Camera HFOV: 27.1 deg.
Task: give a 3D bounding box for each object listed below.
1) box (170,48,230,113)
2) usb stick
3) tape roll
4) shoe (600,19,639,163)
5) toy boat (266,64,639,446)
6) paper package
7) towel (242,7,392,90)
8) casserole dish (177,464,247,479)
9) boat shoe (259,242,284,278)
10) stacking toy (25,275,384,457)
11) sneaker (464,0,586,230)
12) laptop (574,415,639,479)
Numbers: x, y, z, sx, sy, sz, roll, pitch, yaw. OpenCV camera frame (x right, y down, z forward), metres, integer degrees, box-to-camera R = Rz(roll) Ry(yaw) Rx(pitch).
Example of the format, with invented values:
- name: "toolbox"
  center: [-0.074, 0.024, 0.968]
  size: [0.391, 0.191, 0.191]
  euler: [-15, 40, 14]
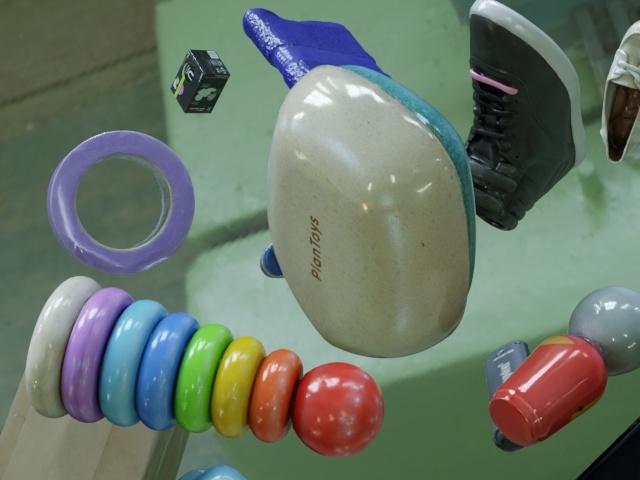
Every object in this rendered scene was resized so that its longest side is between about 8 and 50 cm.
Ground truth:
- name: "box"
  center: [-0.189, -0.249, 2.087]
  size: [0.062, 0.052, 0.083]
  euler: [58, 133, 32]
- name: "usb stick"
  center: [0.260, 0.204, 1.794]
  size: [0.077, 0.045, 0.278]
  euler: [-40, 9, 14]
- name: "tape roll"
  center: [-0.265, -0.049, 1.763]
  size: [0.189, 0.189, 0.080]
  euler: [-50, 11, -9]
- name: "shoe"
  center: [0.437, -0.204, 1.862]
  size: [0.076, 0.219, 0.058]
  euler: [22, 41, 23]
- name: "toy boat"
  center: [0.096, 0.016, 0.998]
  size: [0.148, 0.267, 0.318]
  euler: [-35, 61, -28]
- name: "paper package"
  center: [-0.266, 0.262, 1.564]
  size: [0.168, 0.325, 0.309]
  euler: [16, 70, 4]
- name: "towel"
  center: [0.020, -0.253, 2.149]
  size: [0.308, 0.228, 0.076]
  euler: [54, 127, 36]
- name: "casserole dish"
  center: [-0.098, 0.341, 1.500]
  size: [0.114, 0.037, 0.188]
  euler: [-37, 88, -13]
- name: "boat shoe"
  center: [0.000, 0.000, 1.801]
  size: [0.183, 0.066, 0.066]
  euler: [-18, 87, -15]
- name: "stacking toy"
  center: [-0.103, 0.137, 1.260]
  size: [0.330, 0.141, 0.141]
  euler: [14, 66, 10]
- name: "sneaker"
  center: [0.178, -0.108, 1.321]
  size: [0.104, 0.296, 0.147]
  euler: [34, 78, 32]
- name: "laptop"
  center: [0.448, 0.309, 1.114]
  size: [0.408, 0.382, 0.236]
  euler: [26, 45, -5]
